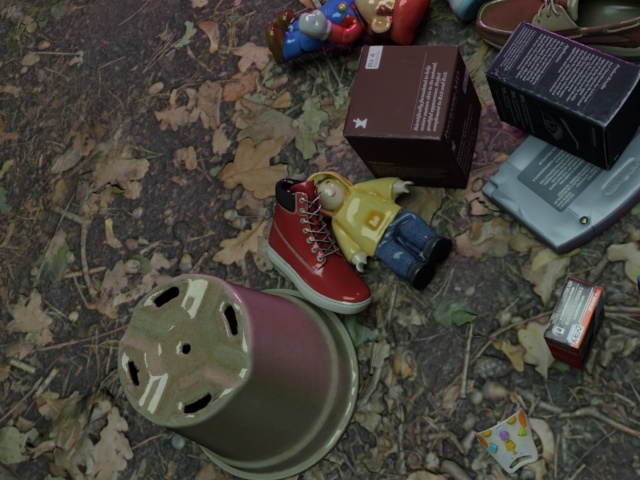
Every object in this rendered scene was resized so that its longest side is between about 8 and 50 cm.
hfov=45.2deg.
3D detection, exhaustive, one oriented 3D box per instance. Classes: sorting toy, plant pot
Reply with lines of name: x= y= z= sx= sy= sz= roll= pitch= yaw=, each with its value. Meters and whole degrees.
sorting toy: x=0.285 y=0.305 z=1.151 sx=0.083 sy=0.045 sz=0.075 roll=-32 pitch=81 yaw=9
plant pot: x=-0.144 y=0.198 z=1.214 sx=0.333 sy=0.305 sz=0.334 roll=-8 pitch=68 yaw=20

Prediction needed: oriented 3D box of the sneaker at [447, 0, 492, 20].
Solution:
sneaker: x=0.309 y=-0.578 z=1.392 sx=0.319 sy=0.127 sz=0.208 roll=-42 pitch=75 yaw=3

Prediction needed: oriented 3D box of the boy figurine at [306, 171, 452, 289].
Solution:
boy figurine: x=0.091 y=-0.040 z=1.325 sx=0.285 sy=0.092 sz=0.177 roll=38 pitch=97 yaw=27

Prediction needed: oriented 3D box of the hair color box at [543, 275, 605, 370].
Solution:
hair color box: x=0.368 y=0.122 z=1.105 sx=0.053 sy=0.167 sz=0.093 roll=21 pitch=81 yaw=28

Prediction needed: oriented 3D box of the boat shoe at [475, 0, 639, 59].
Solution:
boat shoe: x=0.420 y=-0.386 z=1.299 sx=0.324 sy=0.116 sz=0.123 roll=7 pitch=74 yaw=25

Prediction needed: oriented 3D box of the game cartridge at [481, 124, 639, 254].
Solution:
game cartridge: x=0.431 y=-0.128 z=1.237 sx=0.297 sy=0.062 sz=0.198 roll=-46 pitch=65 yaw=2

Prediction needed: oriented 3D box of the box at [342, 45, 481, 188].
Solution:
box: x=0.160 y=-0.203 z=1.292 sx=0.166 sy=0.203 sz=0.169 roll=7 pitch=74 yaw=24

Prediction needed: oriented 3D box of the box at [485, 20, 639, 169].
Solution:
box: x=0.376 y=-0.221 z=1.179 sx=0.207 sy=0.153 sz=0.108 roll=32 pitch=85 yaw=28

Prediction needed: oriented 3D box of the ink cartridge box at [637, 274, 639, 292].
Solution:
ink cartridge box: x=0.552 y=0.127 z=1.072 sx=0.148 sy=0.086 sz=0.203 roll=-19 pitch=66 yaw=15

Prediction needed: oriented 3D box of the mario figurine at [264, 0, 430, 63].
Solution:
mario figurine: x=0.051 y=-0.448 z=1.451 sx=0.320 sy=0.170 sz=0.198 roll=-10 pitch=66 yaw=21

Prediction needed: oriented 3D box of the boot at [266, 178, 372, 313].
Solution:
boot: x=0.000 y=0.000 z=1.291 sx=0.244 sy=0.088 sz=0.176 roll=37 pitch=133 yaw=35
